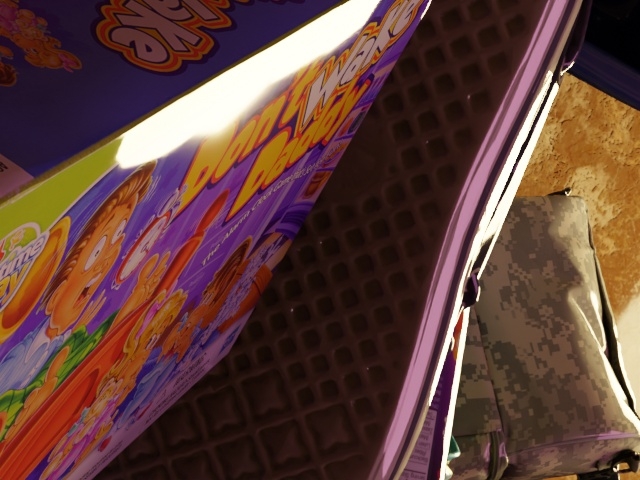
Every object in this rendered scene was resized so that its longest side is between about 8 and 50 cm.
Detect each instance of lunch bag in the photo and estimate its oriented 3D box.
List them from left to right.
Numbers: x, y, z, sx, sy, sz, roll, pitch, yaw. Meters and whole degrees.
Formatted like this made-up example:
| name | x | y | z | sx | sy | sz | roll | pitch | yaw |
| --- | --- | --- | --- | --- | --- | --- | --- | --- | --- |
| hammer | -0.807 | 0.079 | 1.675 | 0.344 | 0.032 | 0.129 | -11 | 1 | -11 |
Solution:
| name | x | y | z | sx | sy | sz | roll | pitch | yaw |
| --- | --- | --- | --- | --- | --- | --- | --- | --- | --- |
| lunch bag | 0.180 | 0.107 | 1.685 | 0.212 | 0.256 | 0.305 | 82 | -3 | -71 |

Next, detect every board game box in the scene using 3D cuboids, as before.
| name | x | y | z | sx | sy | sz | roll | pitch | yaw |
| --- | --- | --- | --- | --- | --- | --- | --- | --- | --- |
| board game box | -0.089 | 0.003 | 0.552 | 0.233 | 0.078 | 0.347 | -60 | 171 | 30 |

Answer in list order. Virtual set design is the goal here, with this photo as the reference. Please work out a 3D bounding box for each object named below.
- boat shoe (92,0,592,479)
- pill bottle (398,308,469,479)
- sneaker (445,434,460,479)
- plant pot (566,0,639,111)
| name | x | y | z | sx | sy | sz | roll | pitch | yaw |
| --- | --- | --- | --- | --- | --- | --- | --- | --- | --- |
| boat shoe | 0.001 | 0.004 | 0.849 | 0.500 | 0.187 | 0.156 | -64 | 168 | 16 |
| pill bottle | 0.022 | 0.116 | 0.960 | 0.108 | 0.108 | 0.193 | 71 | 28 | -80 |
| sneaker | 0.012 | 0.235 | 1.418 | 0.208 | 0.127 | 0.319 | -12 | 142 | -27 |
| plant pot | 0.173 | -0.217 | 0.988 | 0.236 | 0.236 | 0.212 | -60 | 179 | 5 |
